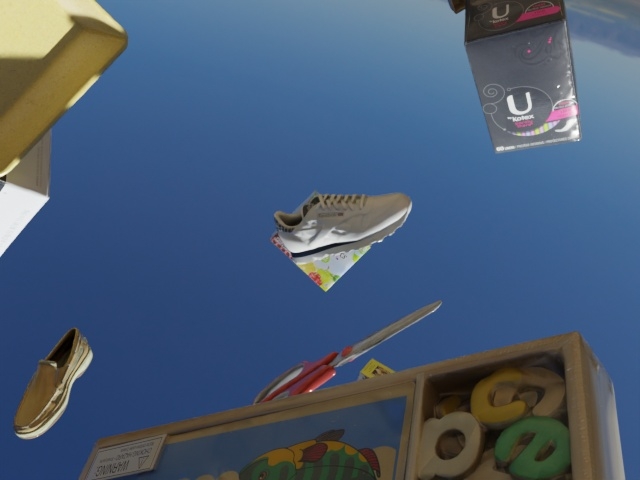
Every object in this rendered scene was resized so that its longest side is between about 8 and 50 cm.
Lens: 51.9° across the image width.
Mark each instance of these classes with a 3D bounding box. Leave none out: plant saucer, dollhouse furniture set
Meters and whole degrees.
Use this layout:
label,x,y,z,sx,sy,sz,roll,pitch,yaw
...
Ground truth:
label,x,y,z,sx,sy,sz,roll,pitch,yaw
plant saucer,-0.523,-0.309,1.002,0.081,0.333,0.332,44,-179,38
dollhouse furniture set,0.255,-0.464,1.139,0.091,0.114,0.081,-32,-157,-11

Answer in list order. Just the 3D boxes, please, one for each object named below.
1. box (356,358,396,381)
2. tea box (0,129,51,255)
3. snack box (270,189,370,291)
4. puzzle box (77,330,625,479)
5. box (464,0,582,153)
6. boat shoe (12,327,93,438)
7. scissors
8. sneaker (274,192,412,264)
label,x,y,z,sx,sy,sz,roll,pitch,yaw
box,0.176,0.327,1.267,0.232,0.088,0.058,26,-146,21
tea box,-0.729,-0.116,1.224,0.323,0.329,0.220,21,-138,-39
snack box,0.000,0.000,1.742,0.207,0.174,0.070,44,-170,-11
puzzle box,-0.041,0.213,0.360,0.052,0.408,0.272,48,-143,-30
box,0.369,-0.308,1.184,0.165,0.270,0.144,-8,-130,24
boat shoe,-0.421,0.213,1.019,0.068,0.072,0.190,2,-143,7
scissors,0.021,0.137,0.789,0.021,0.297,0.109,47,-164,-9
sneaker,0.034,-0.037,1.080,0.234,0.095,0.090,-20,-160,21
